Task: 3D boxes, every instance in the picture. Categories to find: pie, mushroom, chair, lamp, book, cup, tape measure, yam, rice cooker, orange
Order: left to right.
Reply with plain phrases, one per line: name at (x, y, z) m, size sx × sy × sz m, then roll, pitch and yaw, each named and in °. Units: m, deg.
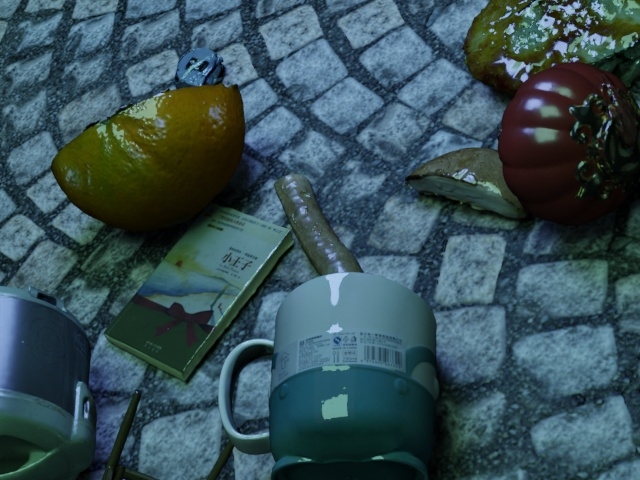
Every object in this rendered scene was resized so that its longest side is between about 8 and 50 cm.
rice cooker at (-0.472, 0.238, 1.853) m, size 0.288 × 0.288 × 0.277 m, roll -18°, pitch 49°, yaw 14°
orange at (-0.281, -0.139, 2.075) m, size 0.310 × 0.274 × 0.274 m, roll 7°, pitch 57°, yaw 16°
chair at (-0.226, 0.367, 1.676) m, size 0.272 × 0.166 × 0.188 m, roll -60°, pitch 14°, yaw 26°
book at (-0.193, 0.074, 2.007) m, size 0.201 × 0.026 × 0.289 m, roll 19°, pitch 65°, yaw 41°
tape measure at (-0.221, -0.304, 2.311) m, size 0.091 × 0.054 × 0.094 m, roll 9°, pitch 61°, yaw 26°
yam at (0.000, 0.000, 1.941) m, size 0.066 × 0.066 × 0.299 m, roll -32°, pitch 46°, yaw 1°
cup at (0.010, 0.197, 1.658) m, size 0.290 × 0.219 × 0.257 m, roll -3°, pitch 53°, yaw 9°
mushroom at (0.228, -0.095, 1.894) m, size 0.210 × 0.072 × 0.094 m, roll 19°, pitch 56°, yaw 38°
pie at (0.394, -0.344, 1.988) m, size 0.355 × 0.103 × 0.288 m, roll -30°, pitch 46°, yaw 8°
lamp at (0.352, -0.133, 1.752) m, size 0.227 × 0.227 × 0.227 m, roll -14°, pitch 49°, yaw 17°
